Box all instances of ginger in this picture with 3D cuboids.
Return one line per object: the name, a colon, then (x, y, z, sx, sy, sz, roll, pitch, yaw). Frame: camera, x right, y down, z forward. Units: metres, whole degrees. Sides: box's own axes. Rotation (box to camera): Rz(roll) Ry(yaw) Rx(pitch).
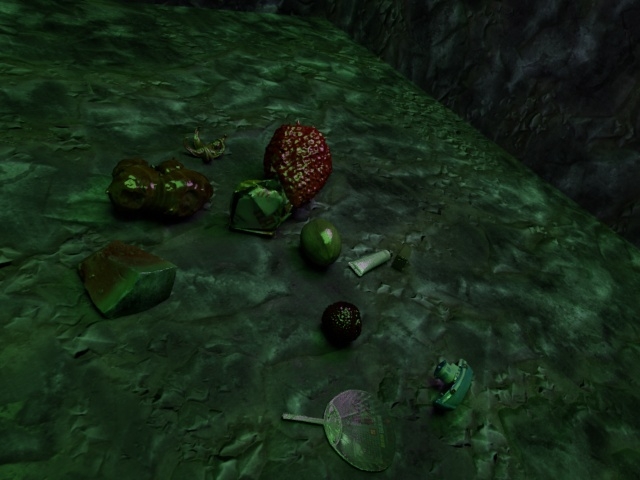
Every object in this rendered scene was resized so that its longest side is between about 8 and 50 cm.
ginger: (-0.514, -0.175, 1.662, 0.357, 0.152, 0.274, 3, 23, -26)

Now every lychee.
lychee: (0.064, 0.239, 1.503, 0.123, 0.123, 0.129, -5, 10, -33)

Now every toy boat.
toy boat: (0.368, 0.409, 1.480, 0.102, 0.088, 0.215, 41, 37, 6)

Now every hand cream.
hand cream: (0.186, 0.075, 1.827, 0.194, 0.042, 0.067, -21, 64, -37)

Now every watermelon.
watermelon: (-0.549, 0.077, 1.378, 0.256, 0.140, 0.193, 34, 30, 25)

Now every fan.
fan: (0.071, 0.461, 1.324, 0.294, 0.012, 0.223, 32, 38, 7)

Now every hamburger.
hamburger: (-0.197, -0.130, 1.708, 0.214, 0.235, 0.125, 0, 34, -22)

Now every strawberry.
strawberry: (-0.100, -0.275, 1.880, 0.292, 0.292, 0.343, 22, 32, -3)

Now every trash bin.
trash bin: (0.305, 0.062, 1.885, 0.043, 0.061, 0.092, 31, 36, 9)

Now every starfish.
starfish: (-0.445, -0.379, 1.992, 0.146, 0.074, 0.190, 32, 38, 8)

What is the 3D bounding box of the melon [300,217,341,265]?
melon: (0.000, 0.000, 1.730, 0.139, 0.139, 0.192, 1, 46, -28)
